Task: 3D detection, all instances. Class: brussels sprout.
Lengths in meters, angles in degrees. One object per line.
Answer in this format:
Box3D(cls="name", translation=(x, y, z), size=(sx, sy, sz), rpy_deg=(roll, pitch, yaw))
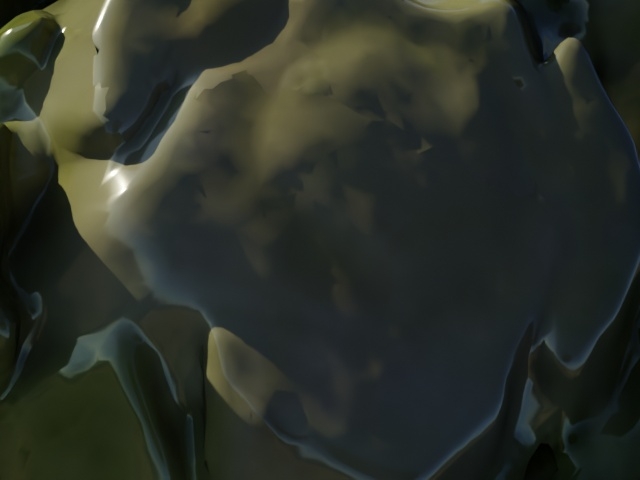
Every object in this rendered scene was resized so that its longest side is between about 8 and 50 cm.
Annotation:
Box3D(cls="brussels sprout", translation=(-0.029, 0.047, 0.681), size=(0.342, 0.361, 0.425), rpy_deg=(23, 63, -13))
